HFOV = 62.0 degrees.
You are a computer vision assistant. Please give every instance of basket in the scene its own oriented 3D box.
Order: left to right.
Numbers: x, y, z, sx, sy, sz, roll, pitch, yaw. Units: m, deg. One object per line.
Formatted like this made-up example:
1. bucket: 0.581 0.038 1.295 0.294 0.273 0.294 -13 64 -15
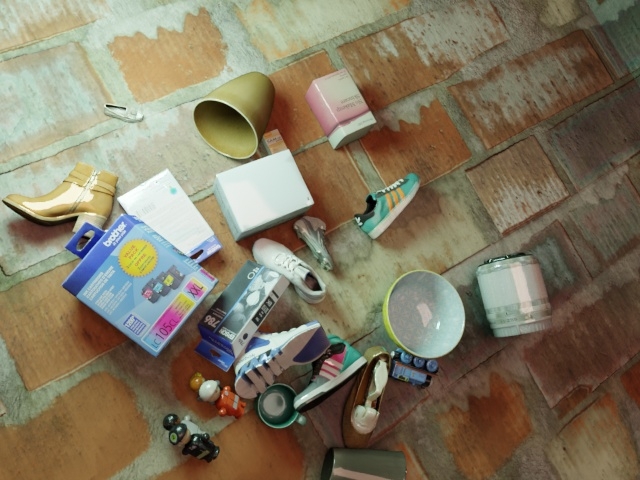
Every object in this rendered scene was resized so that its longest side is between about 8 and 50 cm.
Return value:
1. basket: 0.127 0.726 1.637 0.227 0.154 0.204 18 71 -8

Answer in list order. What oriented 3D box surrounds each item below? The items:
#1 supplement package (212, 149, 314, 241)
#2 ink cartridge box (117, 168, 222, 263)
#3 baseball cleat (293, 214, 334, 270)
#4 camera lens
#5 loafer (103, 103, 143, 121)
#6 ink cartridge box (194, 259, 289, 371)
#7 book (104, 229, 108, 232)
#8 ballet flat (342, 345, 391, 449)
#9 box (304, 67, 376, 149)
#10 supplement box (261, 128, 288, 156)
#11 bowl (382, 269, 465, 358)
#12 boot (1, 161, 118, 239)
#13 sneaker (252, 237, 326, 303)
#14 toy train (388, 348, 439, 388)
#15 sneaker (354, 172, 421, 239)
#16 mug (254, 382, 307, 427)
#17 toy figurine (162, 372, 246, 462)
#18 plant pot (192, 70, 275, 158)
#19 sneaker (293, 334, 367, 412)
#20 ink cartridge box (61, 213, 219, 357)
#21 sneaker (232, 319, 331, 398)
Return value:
1. supplement package: -0.192 -0.147 1.751 0.262 0.145 0.204 -23 85 -21
2. ink cartridge box: -0.473 -0.050 1.687 0.186 0.065 0.311 -36 87 -21
3. baseball cleat: 0.000 0.000 1.814 0.109 0.072 0.206 -39 94 -28
4. camera lens: 0.688 0.191 1.895 0.219 0.219 0.274 -8 79 -18
5. loafer: -0.643 -0.418 1.736 0.125 0.039 0.045 9 74 -14
6. ink cartridge box: -0.254 0.221 1.638 0.333 0.165 0.065 -56 141 -20
7. book: -0.606 0.031 1.643 0.096 0.035 0.144 -16 84 -21
8. ballet flat: 0.159 0.504 1.710 0.116 0.124 0.342 24 71 -10
9. box: 0.071 -0.473 1.919 0.148 0.127 0.232 -28 86 -21
10. supplement box: -0.159 -0.332 1.863 0.062 0.036 0.098 -26 85 -21
11. bowl: 0.323 0.256 1.800 0.289 0.156 0.289 5 73 -16
12. boot: -0.766 -0.144 1.594 0.283 0.109 0.220 19 73 -14
13. sneaker: -0.090 0.087 1.734 0.297 0.129 0.111 36 71 -5
14. toy train: 0.313 0.435 1.802 0.184 0.080 0.105 21 81 -13
15. sneaker: 0.241 -0.150 1.902 0.121 0.108 0.302 43 70 -8
16. mug: -0.131 0.516 1.633 0.129 0.097 0.158 -23 85 -21
17. toy figurine: -0.341 0.495 1.514 0.148 0.209 0.213 40 72 -22
18. plant pot: -0.259 -0.443 1.780 0.237 0.237 0.254 33 55 -7
19. sneaker: -0.007 0.391 1.657 0.295 0.124 0.178 -26 64 -40
20. ink cartridge box: -0.539 0.106 1.548 0.395 0.151 0.270 39 87 -4
21. sneaker: -0.144 0.319 1.615 0.315 0.182 0.127 -30 125 -11
